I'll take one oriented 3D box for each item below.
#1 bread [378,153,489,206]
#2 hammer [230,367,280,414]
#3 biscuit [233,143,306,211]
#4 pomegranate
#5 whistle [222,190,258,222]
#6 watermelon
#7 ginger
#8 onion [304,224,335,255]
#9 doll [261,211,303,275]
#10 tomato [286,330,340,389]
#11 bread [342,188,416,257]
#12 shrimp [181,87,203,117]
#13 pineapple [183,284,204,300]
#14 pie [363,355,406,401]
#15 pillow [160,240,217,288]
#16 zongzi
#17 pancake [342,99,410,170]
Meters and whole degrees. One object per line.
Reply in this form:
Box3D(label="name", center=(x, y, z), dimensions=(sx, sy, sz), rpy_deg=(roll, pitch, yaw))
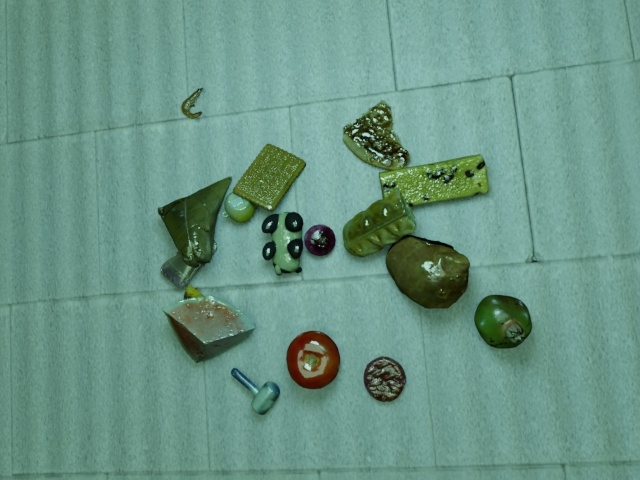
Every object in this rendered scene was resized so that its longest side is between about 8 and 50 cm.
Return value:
Box3D(label="bread", center=(0.391, -0.199, 1.514), dimensions=(0.362, 0.077, 0.138), rpy_deg=(-10, 100, 7))
Box3D(label="hammer", center=(-0.242, 0.519, 1.563), dimensions=(0.194, 0.069, 0.116), rpy_deg=(36, 92, 15))
Box3D(label="biscuit", center=(-0.181, -0.235, 1.589), dimensions=(0.173, 0.029, 0.254), rpy_deg=(27, 65, 9))
Box3D(label="pomegranate", center=(0.583, 0.264, 1.390), dimensions=(0.180, 0.209, 0.179), rpy_deg=(1, 101, 6))
Box3D(label="whistle", center=(-0.262, -0.141, 1.616), dimensions=(0.223, 0.123, 0.122), rpy_deg=(-32, 81, -17))
Box3D(label="watermelon", center=(-0.409, 0.306, 1.551), dimensions=(0.260, 0.176, 0.256), rpy_deg=(44, 93, 14))
Box3D(label="ginger", center=(0.345, 0.108, 1.435), dimensions=(0.270, 0.223, 0.200), rpy_deg=(13, 108, 4))
Box3D(label="onion", center=(0.000, 0.000, 1.553), dimensions=(0.115, 0.104, 0.115), rpy_deg=(0, 91, -12))
Box3D(label="doll", center=(-0.121, 0.007, 1.552), dimensions=(0.144, 0.135, 0.233), rpy_deg=(-2, 85, 17))
Box3D(label="tomato", center=(-0.024, 0.407, 1.503), dimensions=(0.196, 0.136, 0.194), rpy_deg=(-1, 82, 8))
Box3D(label="bread", center=(0.190, -0.044, 1.489), dimensions=(0.268, 0.130, 0.151), rpy_deg=(-31, 73, 27))
Box3D(label="shrimp", center=(-0.484, -0.536, 1.710), dimensions=(0.091, 0.025, 0.127), rpy_deg=(37, 95, 10))
Box3D(label="pineapple", center=(-0.489, 0.234, 1.623), dimensions=(0.114, 0.077, 0.114), rpy_deg=(40, 105, 14))
Box3D(label="pie", center=(0.221, 0.476, 1.511), dimensions=(0.155, 0.036, 0.154), rpy_deg=(-1, 86, 8))
Box3D(label="pillow", center=(-0.492, 0.066, 1.648), dimensions=(0.131, 0.038, 0.232), rpy_deg=(39, 87, 17))
Box3D(label="zongzi", center=(-0.397, -0.074, 1.585), dimensions=(0.300, 0.145, 0.273), rpy_deg=(-31, 65, -7))
Box3D(label="pancake", center=(0.216, -0.385, 1.591), dimensions=(0.266, 0.057, 0.244), rpy_deg=(19, 79, 5))
